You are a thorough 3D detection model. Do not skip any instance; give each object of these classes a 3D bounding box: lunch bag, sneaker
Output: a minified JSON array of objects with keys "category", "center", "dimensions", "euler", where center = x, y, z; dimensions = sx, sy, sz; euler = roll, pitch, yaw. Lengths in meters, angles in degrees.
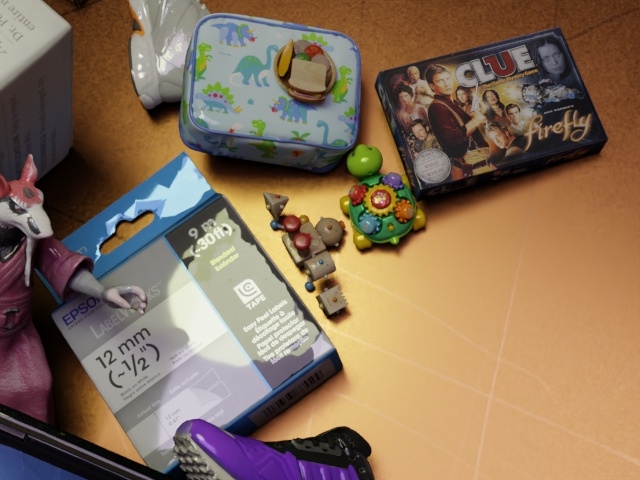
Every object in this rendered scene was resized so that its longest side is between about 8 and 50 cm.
[{"category":"lunch bag","center":[-0.059,-0.185,1.410],"dimensions":[0.219,0.090,0.176],"euler":[6,71,-14]},{"category":"sneaker","center":[-0.023,0.256,1.260],"dimensions":[0.293,0.102,0.146],"euler":[39,68,-16]},{"category":"sneaker","center":[-0.190,-0.299,1.496],"dimensions":[0.121,0.099,0.262],"euler":[-5,80,-3]}]

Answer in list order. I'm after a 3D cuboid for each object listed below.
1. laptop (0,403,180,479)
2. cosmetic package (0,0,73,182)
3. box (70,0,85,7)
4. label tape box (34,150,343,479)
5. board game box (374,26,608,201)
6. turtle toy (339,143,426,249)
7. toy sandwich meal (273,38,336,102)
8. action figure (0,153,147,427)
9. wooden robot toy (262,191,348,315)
[{"category":"laptop","center":[-0.213,0.326,1.097],"dimensions":[0.382,0.408,0.236],"euler":[22,76,1]},{"category":"cosmetic package","center":[-0.532,-0.152,1.288],"dimensions":[0.329,0.327,0.393],"euler":[43,67,5]},{"category":"box","center":[-0.375,-0.444,1.578],"dimensions":[0.233,0.044,0.159],"euler":[34,79,15]},{"category":"label tape box","center":[-0.174,0.076,1.359],"dimensions":[0.249,0.115,0.348],"euler":[-36,74,-5]},{"category":"board game box","center":[0.207,-0.157,1.406],"dimensions":[0.243,0.042,0.165],"euler":[-16,72,-9]},{"category":"turtle toy","center":[0.069,-0.054,1.397],"dimensions":[0.095,0.066,0.130],"euler":[-21,72,-1]},{"category":"toy sandwich meal","center":[-0.018,-0.205,1.365],"dimensions":[0.085,0.029,0.085],"euler":[5,69,-13]},{"category":"action figure","center":[-0.359,0.068,1.270],"dimensions":[0.276,0.248,0.370],"euler":[46,124,52]},{"category":"wooden robot toy","center":[0.000,0.000,1.389],"dimensions":[0.079,0.076,0.173],"euler":[-26,72,-14]}]
